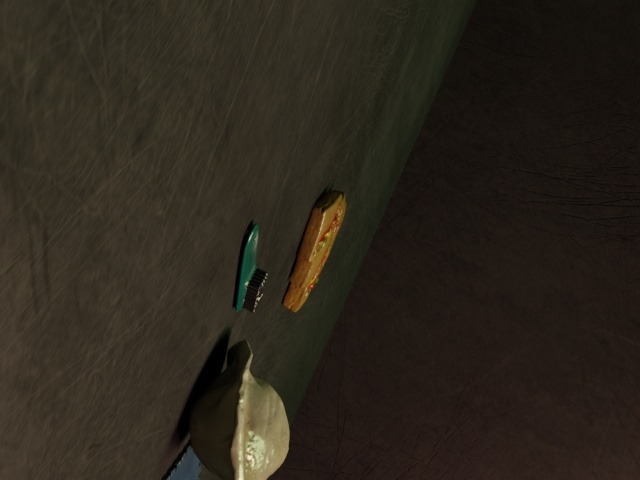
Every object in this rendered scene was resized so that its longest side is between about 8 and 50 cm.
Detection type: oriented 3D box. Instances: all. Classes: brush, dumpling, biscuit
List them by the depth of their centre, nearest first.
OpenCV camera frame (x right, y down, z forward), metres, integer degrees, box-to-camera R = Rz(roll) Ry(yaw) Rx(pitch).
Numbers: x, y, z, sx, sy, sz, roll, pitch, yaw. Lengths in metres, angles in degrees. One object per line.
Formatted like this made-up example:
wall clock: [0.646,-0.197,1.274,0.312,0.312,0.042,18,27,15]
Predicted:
brush: [-0.078,0.037,1.661,0.193,0.032,0.043,106,10,-61]
dumpling: [-0.101,0.217,1.745,0.216,0.126,0.166,-52,149,-58]
biscuit: [0.000,0.000,2.201,0.238,0.041,0.212,101,15,-69]

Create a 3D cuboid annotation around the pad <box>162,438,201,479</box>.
pad: [-0.202,0.410,1.803,0.269,0.012,0.269,-53,152,-68]
